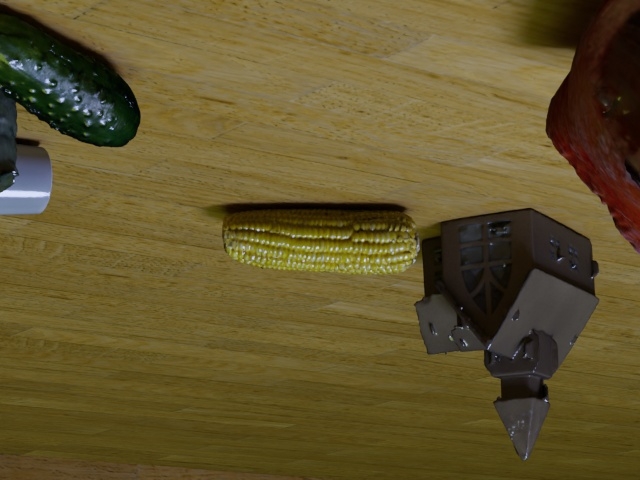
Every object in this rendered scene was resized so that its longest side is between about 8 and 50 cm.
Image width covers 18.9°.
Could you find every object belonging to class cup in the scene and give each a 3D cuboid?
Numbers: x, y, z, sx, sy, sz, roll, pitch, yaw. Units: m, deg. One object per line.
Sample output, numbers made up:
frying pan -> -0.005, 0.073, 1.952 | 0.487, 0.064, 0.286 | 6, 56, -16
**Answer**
cup -> -0.309, -0.059, 1.712 | 0.116, 0.074, 0.104 | 2, -171, -31

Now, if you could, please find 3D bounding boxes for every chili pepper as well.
chili pepper -> 0.288, -0.069, 1.411 | 0.251, 0.229, 0.305 | 15, 167, -3

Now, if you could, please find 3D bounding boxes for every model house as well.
model house -> 0.191, 0.112, 2.047 | 0.176, 0.248, 0.181 | -10, 162, 28

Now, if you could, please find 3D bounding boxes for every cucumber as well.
cucumber -> -0.207, -0.125, 1.471 | 0.069, 0.069, 0.227 | -9, 159, 25

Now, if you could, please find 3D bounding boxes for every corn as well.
corn -> 0.000, 0.000, 1.952 | 0.203, 0.072, 0.072 | 2, 165, -7

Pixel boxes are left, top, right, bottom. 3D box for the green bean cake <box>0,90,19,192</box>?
green bean cake -> -0.390, -0.076, 1.515 | 0.241, 0.132, 0.255 | 6, 164, -39
